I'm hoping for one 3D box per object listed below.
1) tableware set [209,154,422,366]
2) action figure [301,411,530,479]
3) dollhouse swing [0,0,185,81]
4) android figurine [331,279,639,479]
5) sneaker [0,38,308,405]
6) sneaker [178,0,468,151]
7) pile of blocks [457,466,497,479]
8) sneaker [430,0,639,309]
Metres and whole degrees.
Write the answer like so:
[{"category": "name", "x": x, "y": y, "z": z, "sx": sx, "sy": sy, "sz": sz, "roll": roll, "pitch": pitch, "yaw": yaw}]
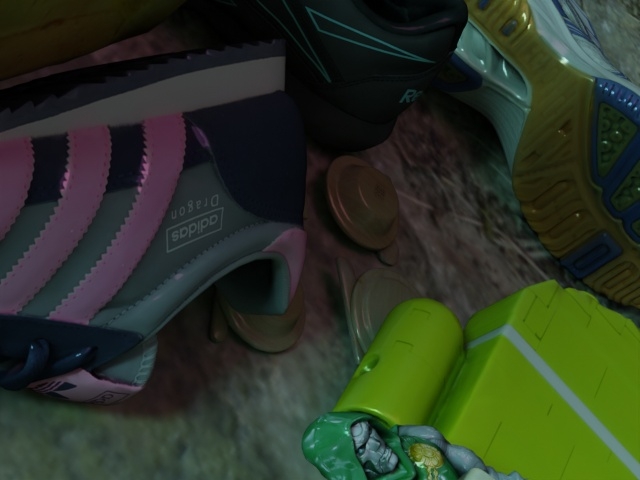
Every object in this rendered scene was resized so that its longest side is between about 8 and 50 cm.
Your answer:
[{"category": "tableware set", "x": 0.000, "y": 0.000, "z": 0.652, "sx": 0.169, "sy": 0.020, "sz": 0.141, "roll": 23, "pitch": 52, "yaw": -39}, {"category": "action figure", "x": 0.080, "y": 0.140, "z": 0.511, "sx": 0.232, "sy": 0.063, "sz": 0.137, "roll": 39, "pitch": 41, "yaw": -19}, {"category": "dollhouse swing", "x": -0.171, "y": -0.179, "z": 0.320, "sx": 0.315, "sy": 0.305, "sz": 0.347, "roll": 46, "pitch": 43, "yaw": 16}, {"category": "android figurine", "x": 0.114, "y": 0.131, "z": 0.625, "sx": 0.248, "sy": 0.056, "sz": 0.273, "roll": 45, "pitch": 44, "yaw": -12}, {"category": "sneaker", "x": -0.117, "y": 0.015, "z": 0.464, "sx": 0.319, "sy": 0.112, "sz": 0.131, "roll": -22, "pitch": 107, "yaw": -40}, {"category": "sneaker", "x": -0.041, "y": -0.159, "z": 0.672, "sx": 0.267, "sy": 0.106, "sz": 0.101, "roll": 34, "pitch": 43, "yaw": -20}, {"category": "pile of blocks", "x": 0.075, "y": 0.233, "z": 0.430, "sx": 0.112, "sy": 0.149, "sz": 0.362, "roll": -51, "pitch": 127, "yaw": -34}, {"category": "sneaker", "x": 0.160, "y": -0.094, "z": 0.821, "sx": 0.296, "sy": 0.112, "sz": 0.131, "roll": 53, "pitch": 32, "yaw": -4}]
